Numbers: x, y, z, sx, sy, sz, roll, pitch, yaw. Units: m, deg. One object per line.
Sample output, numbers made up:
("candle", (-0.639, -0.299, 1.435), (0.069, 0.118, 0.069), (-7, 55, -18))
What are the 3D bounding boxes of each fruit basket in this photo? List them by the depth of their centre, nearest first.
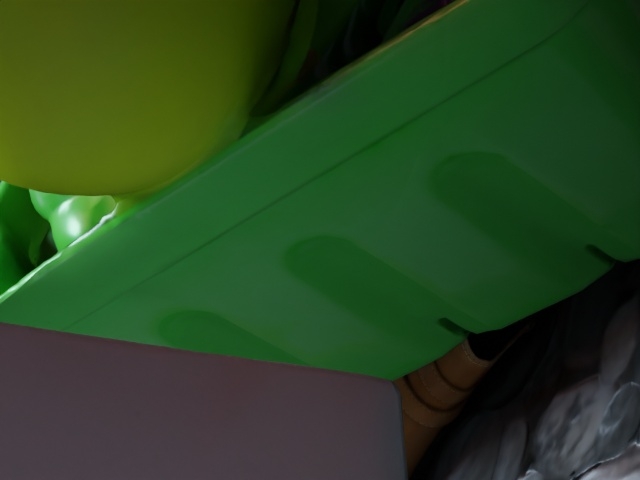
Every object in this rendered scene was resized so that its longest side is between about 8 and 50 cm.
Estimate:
("fruit basket", (-0.046, -0.104, 0.670), (0.392, 0.392, 0.283), (-52, 16, 44))

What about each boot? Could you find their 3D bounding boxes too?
("boot", (0.039, 0.084, 0.787), (0.152, 0.073, 0.197), (-35, 35, 53))

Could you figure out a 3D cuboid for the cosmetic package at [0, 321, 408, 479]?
("cosmetic package", (-0.110, 0.252, 0.565), (0.453, 0.161, 0.230), (115, 159, -46))
